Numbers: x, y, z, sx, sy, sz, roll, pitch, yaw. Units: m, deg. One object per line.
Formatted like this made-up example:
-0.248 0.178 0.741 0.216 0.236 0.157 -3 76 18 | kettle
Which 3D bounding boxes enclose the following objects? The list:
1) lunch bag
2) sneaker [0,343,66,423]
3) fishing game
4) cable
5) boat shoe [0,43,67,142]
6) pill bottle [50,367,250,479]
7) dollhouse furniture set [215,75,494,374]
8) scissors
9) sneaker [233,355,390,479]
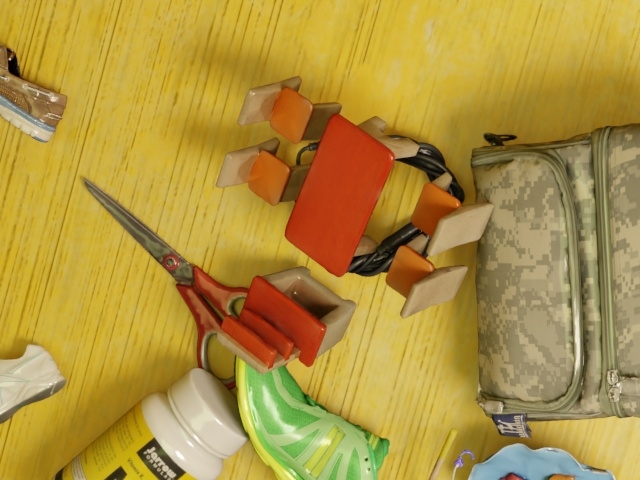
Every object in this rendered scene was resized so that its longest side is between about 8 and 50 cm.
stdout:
0.276 0.037 1.555 0.256 0.212 0.305 -3 90 29 | lunch bag
-0.360 0.169 1.753 0.152 0.053 0.061 -29 78 4 | sneaker
0.235 0.282 1.600 0.264 0.041 0.189 25 135 1 | fishing game
0.061 -0.036 1.663 0.184 0.047 0.151 0 93 10 | cable
-0.360 -0.184 1.730 0.183 0.066 0.066 34 93 -3 | boat shoe
-0.181 0.238 1.682 0.208 0.119 0.119 -42 85 12 | pill bottle
0.000 0.000 1.573 0.262 0.135 0.259 36 121 24 | dollhouse furniture set
-0.143 0.030 1.721 0.109 0.021 0.297 -34 86 13 | scissors
0.007 0.221 1.662 0.123 0.109 0.296 -31 97 8 | sneaker
